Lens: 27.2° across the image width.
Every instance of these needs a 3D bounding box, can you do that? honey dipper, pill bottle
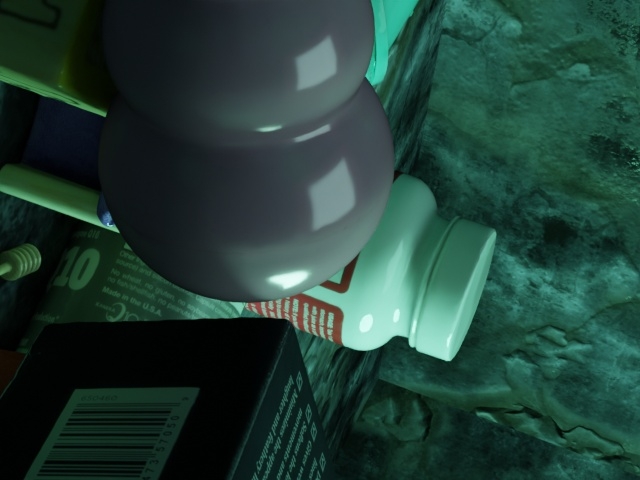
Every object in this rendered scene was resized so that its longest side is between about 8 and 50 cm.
[{"bbox_3d":[-0.318,0.034,1.241,0.161,0.030,0.030,-30,138,-66],"label":"honey dipper"},{"bbox_3d":[0.000,0.000,1.650,0.229,0.408,0.229,20,90,-77],"label":"pill bottle"},{"bbox_3d":[-0.175,0.033,1.433,0.204,0.204,0.361,73,38,-69],"label":"pill bottle"}]

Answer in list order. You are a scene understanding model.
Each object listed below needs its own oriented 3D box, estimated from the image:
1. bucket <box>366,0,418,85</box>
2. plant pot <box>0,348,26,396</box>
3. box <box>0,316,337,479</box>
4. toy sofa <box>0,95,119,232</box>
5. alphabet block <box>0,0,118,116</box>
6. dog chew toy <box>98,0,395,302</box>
[{"bbox_3d":[-0.014,-0.300,1.505,0.183,0.281,0.281,-65,166,-11],"label":"bucket"},{"bbox_3d":[-0.321,0.215,1.035,0.267,0.267,0.236,-37,132,-68],"label":"plant pot"},{"bbox_3d":[-0.107,0.298,0.961,0.293,0.212,0.395,-68,149,-52],"label":"box"},{"bbox_3d":[-0.173,-0.195,1.214,0.177,0.150,0.362,-20,129,-79],"label":"toy sofa"},{"bbox_3d":[-0.207,-0.211,0.956,0.192,0.197,0.193,16,94,-77],"label":"alphabet block"},{"bbox_3d":[-0.053,-0.121,0.872,0.206,0.206,0.332,-56,153,-47],"label":"dog chew toy"}]
